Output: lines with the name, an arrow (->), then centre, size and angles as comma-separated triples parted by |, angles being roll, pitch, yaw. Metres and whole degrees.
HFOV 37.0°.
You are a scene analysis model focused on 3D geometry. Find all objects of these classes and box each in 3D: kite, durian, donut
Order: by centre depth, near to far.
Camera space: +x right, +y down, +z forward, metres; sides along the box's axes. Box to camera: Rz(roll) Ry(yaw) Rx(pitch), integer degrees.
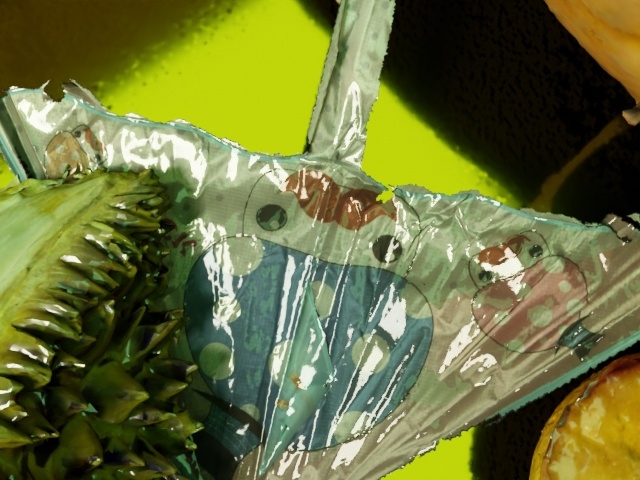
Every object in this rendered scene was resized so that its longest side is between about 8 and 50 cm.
durian -> -0.184, 0.133, 0.468 | 0.198, 0.163, 0.394 | 25, 82, 39
kite -> 0.000, 0.000, 0.490 | 0.406, 0.014, 0.368 | 14, 95, 9
donut -> 0.193, 0.134, 0.495 | 0.190, 0.074, 0.174 | -25, 86, -10

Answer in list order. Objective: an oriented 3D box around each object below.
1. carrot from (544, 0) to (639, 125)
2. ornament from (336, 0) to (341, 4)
carrot -> 0.126, -0.236, 0.400 | 0.224, 0.224, 0.340 | -42, 94, -6
ornament -> 0.025, -0.215, 0.522 | 0.201, 0.059, 0.180 | 4, 87, -5
